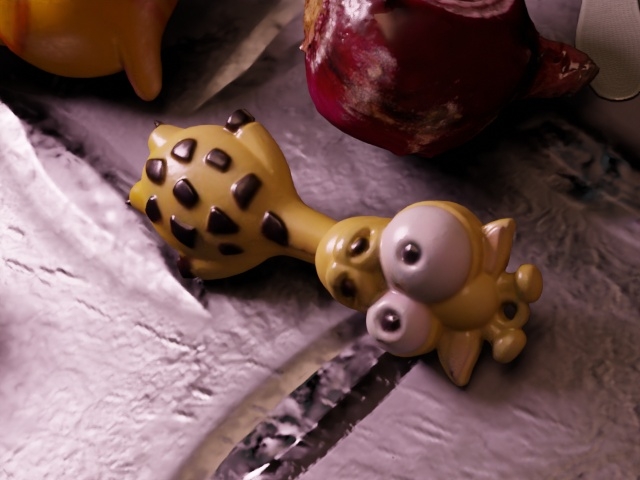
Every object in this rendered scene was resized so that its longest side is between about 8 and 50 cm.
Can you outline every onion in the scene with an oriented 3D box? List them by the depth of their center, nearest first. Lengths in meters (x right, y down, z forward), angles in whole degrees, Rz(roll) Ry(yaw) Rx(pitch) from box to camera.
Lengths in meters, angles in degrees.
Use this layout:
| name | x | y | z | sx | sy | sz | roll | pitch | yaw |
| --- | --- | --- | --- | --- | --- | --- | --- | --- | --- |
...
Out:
| name | x | y | z | sx | sy | sz | roll | pitch | yaw |
| --- | --- | --- | --- | --- | --- | --- | --- | --- | --- |
| onion | 0.078 | -0.119 | 0.922 | 0.198 | 0.135 | 0.173 | 24 | 43 | -14 |

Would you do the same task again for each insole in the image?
| name | x | y | z | sx | sy | sz | roll | pitch | yaw |
| --- | --- | --- | --- | --- | --- | --- | --- | --- | --- |
| insole | 0.204 | -0.157 | 0.973 | 0.053 | 0.002 | 0.152 | -1 | 56 | 16 |

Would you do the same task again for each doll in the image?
| name | x | y | z | sx | sy | sz | roll | pitch | yaw |
| --- | --- | --- | --- | --- | --- | --- | --- | --- | --- |
| doll | -0.001 | 0.000 | 0.877 | 0.291 | 0.086 | 0.117 | 23 | 106 | 26 |
| doll | -0.232 | -0.207 | 1.032 | 0.270 | 0.162 | 0.166 | 15 | 80 | 21 |
